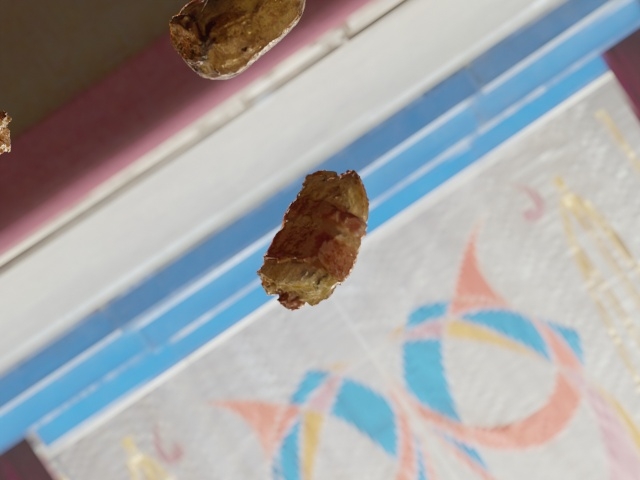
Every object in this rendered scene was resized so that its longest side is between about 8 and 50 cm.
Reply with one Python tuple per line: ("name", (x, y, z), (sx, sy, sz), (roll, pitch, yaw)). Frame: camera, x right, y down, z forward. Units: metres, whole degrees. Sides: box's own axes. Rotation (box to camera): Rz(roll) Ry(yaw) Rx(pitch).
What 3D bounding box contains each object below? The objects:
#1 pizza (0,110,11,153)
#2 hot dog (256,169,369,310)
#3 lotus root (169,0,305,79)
("pizza", (-0.374, -0.080, 1.442), (0.226, 0.086, 0.335), (3, -155, -27))
("hot dog", (0.000, 0.000, 2.312), (0.146, 0.103, 0.213), (16, -110, 51))
("lotus root", (-0.078, -0.246, 1.861), (0.191, 0.108, 0.094), (-31, 134, -28))
